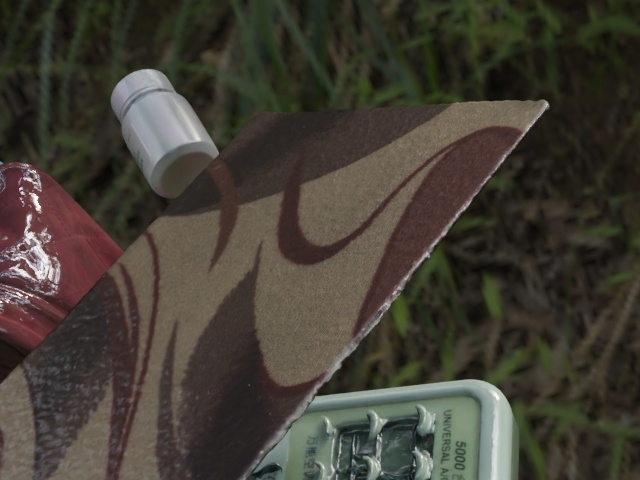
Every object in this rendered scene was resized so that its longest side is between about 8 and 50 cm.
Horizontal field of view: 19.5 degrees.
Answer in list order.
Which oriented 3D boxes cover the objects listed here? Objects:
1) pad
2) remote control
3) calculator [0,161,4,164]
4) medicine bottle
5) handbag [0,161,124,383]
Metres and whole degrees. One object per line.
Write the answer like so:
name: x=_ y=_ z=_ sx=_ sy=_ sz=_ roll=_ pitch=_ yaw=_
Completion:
pad: x=-0.051 y=0.032 z=0.907 sx=0.220 sy=0.004 sz=0.330 roll=1 pitch=40 yaw=45
remote control: x=-0.050 y=0.159 z=1.082 sx=0.335 sy=0.065 sz=0.128 roll=-8 pitch=45 yaw=17
calculator: x=-0.232 y=0.028 z=1.536 sx=0.051 sy=0.293 sz=0.173 roll=-35 pitch=39 yaw=21
medicine bottle: x=-0.108 y=-0.074 z=1.278 sx=0.052 sy=0.052 sz=0.089 roll=-27 pitch=52 yaw=-8
handbag: x=-0.217 y=0.066 z=1.087 sx=0.225 sy=0.146 sz=0.135 roll=-23 pitch=40 yaw=28
